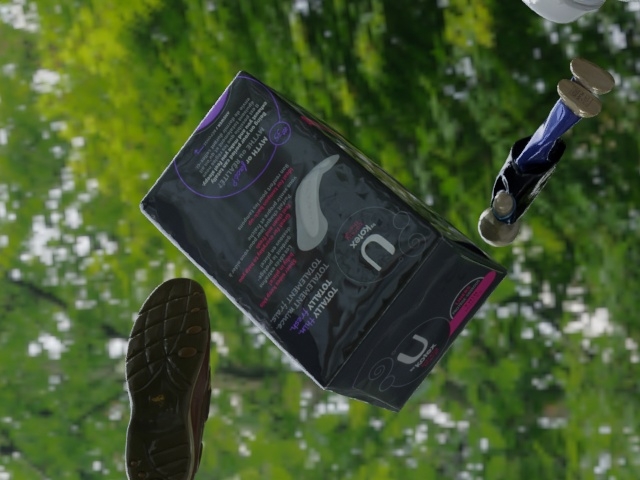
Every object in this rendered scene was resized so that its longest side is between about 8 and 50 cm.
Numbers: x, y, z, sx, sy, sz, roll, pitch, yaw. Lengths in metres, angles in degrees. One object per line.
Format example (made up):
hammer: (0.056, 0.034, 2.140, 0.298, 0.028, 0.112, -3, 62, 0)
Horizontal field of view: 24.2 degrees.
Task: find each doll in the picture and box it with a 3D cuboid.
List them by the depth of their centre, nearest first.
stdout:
doll: (0.178, -0.063, 1.260, 0.129, 0.046, 0.189, -53, -7, -46)

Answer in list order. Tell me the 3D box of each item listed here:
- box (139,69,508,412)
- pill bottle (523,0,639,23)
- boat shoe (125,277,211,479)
box: (0.000, 0.000, 1.316, 0.165, 0.270, 0.143, -52, -33, 8)
pill bottle: (0.213, -0.223, 0.921, 0.121, 0.216, 0.121, 21, -124, -33)
boat shoe: (-0.117, 0.119, 1.177, 0.060, 0.064, 0.178, 64, -153, -68)
